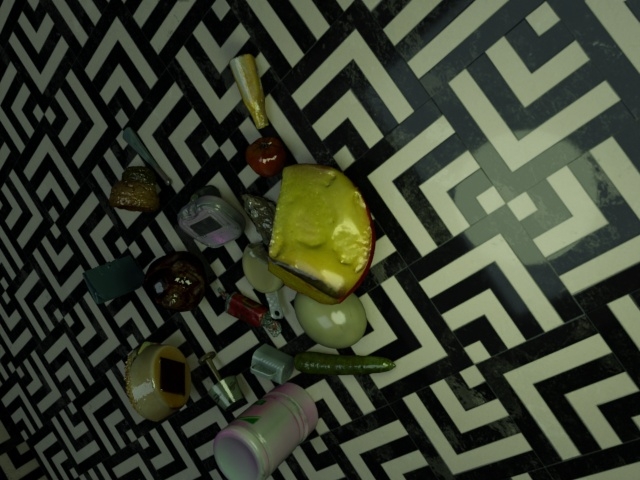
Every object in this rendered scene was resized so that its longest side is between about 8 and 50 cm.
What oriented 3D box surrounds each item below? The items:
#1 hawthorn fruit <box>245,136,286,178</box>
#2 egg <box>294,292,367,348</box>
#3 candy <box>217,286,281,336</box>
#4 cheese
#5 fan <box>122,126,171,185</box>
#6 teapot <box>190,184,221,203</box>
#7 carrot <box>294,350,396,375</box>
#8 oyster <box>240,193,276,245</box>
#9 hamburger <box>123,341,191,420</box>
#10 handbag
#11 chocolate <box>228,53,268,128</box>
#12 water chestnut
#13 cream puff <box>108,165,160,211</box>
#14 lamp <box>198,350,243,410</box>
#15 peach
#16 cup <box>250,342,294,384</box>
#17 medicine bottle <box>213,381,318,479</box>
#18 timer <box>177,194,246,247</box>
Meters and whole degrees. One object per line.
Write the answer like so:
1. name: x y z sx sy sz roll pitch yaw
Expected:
1. hawthorn fruit: -0.167 -0.246 1.620 0.125 0.125 0.140 32 117 20
2. egg: 0.027 0.219 1.601 0.241 0.186 0.186 37 120 20
3. candy: -0.255 0.245 1.858 0.292 0.059 0.086 24 115 22
4. cheese: -0.189 0.137 1.779 0.163 0.070 0.249 14 112 27
5. fan: -0.632 -0.308 1.945 0.282 0.023 0.057 46 114 12
6. teapot: -0.402 -0.124 1.818 0.092 0.090 0.124 28 116 23
7. carrot: 0.074 0.395 1.700 0.358 0.074 0.074 -5 102 29
8. oyster: -0.178 -0.060 1.714 0.132 0.072 0.209 -9 102 36
9. hamburger: -0.629 0.540 2.045 0.170 0.302 0.302 -17 95 16
10. handbag: -0.797 0.147 2.064 0.057 0.221 0.144 -35 87 35
11. chocolate: -0.208 -0.449 1.616 0.085 0.085 0.220 -10 103 33
12. water chestnut: -0.513 0.142 1.917 0.223 0.238 0.224 -3 109 -10
13. cream puff: -0.668 -0.196 1.933 0.183 0.183 0.169 0 84 31
14. lamp: -0.377 0.523 1.984 0.215 0.121 0.121 53 124 18
15. peach: 0.000 0.000 1.499 0.305 0.242 0.381 3 70 3
16. cup: -0.174 0.430 1.824 0.129 0.128 0.095 17 111 24
17. medicine bottle: -0.176 0.638 1.769 0.211 0.325 0.212 11 111 29
18. timer: -0.364 -0.059 1.776 0.208 0.069 0.190 -22 132 36
